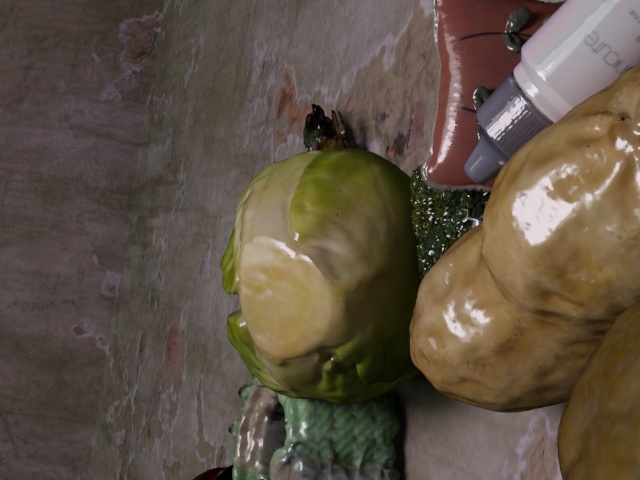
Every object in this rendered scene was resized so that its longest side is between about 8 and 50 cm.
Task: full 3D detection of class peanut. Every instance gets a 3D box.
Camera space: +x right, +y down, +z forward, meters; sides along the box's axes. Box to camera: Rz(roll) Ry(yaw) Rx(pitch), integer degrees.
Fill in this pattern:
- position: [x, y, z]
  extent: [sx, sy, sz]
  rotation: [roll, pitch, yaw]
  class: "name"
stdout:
- position: [0.194, 0.011, 0.787]
  extent: [0.387, 0.192, 0.169]
  rotation: [-53, 50, 47]
  class: "peanut"

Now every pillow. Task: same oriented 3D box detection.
- position: [0.175, -0.125, 0.924]
  extent: [0.075, 0.171, 0.179]
  rotation: [76, -161, -84]
  class: "pillow"

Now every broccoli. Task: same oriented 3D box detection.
- position: [0.155, -0.027, 0.996]
  extent: [0.138, 0.146, 0.162]
  rotation: [-23, -70, -80]
  class: "broccoli"

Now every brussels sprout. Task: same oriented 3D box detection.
- position: [0.013, 0.038, 1.110]
  extent: [0.294, 0.227, 0.259]
  rotation: [-11, -83, -69]
  class: "brussels sprout"

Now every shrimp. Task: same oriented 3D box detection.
- position: [0.000, 0.000, 1.441]
  extent: [0.233, 0.071, 0.365]
  rotation: [125, 142, -56]
  class: "shrimp"

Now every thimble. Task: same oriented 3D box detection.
- position: [-0.010, 0.244, 1.242]
  extent: [0.219, 0.150, 0.219]
  rotation: [-170, 90, -69]
  class: "thimble"

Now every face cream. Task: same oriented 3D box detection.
- position: [0.219, -0.153, 0.808]
  extent: [0.311, 0.092, 0.092]
  rotation: [-45, 37, 24]
  class: "face cream"

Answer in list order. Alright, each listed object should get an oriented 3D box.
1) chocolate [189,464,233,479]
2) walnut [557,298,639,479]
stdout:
- position: [-0.160, 0.426, 1.336]
  extent: [0.283, 0.186, 0.283]
  rotation: [-14, -90, -84]
  class: "chocolate"
- position: [0.256, 0.102, 0.550]
  extent: [0.283, 0.227, 0.283]
  rotation: [-61, 10, 19]
  class: "walnut"
